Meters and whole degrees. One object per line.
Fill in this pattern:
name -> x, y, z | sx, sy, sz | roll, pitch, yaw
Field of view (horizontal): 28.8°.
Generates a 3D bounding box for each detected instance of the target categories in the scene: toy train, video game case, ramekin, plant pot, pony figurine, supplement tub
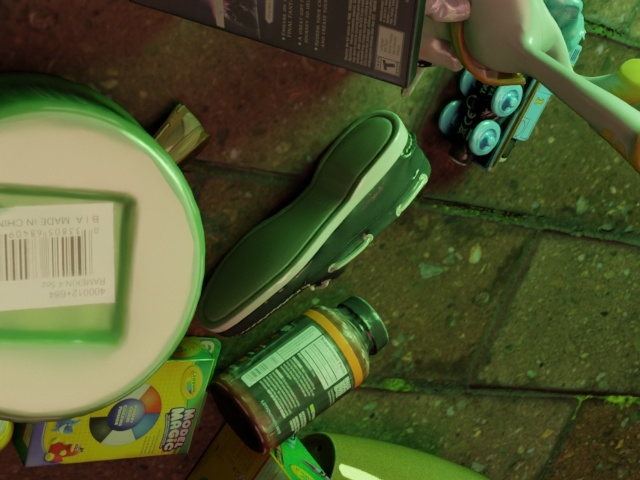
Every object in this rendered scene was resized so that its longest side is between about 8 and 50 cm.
toy train -> 0.207, -0.163, 1.379 | 0.105, 0.080, 0.184 | 8, 114, -43
video game case -> -0.041, -0.246, 1.031 | 0.196, 0.274, 0.026 | 94, 22, -46
ramekin -> -0.247, 0.010, 1.075 | 0.303, 0.148, 0.303 | -4, 101, -22
plant pot -> 0.071, 0.343, 1.536 | 0.254, 0.237, 0.237 | 36, 96, -28
pony figurine -> 0.148, -0.245, 1.107 | 0.303, 0.363, 0.351 | -39, 132, -27
supplement tub -> -0.019, 0.144, 1.401 | 0.198, 0.106, 0.106 | -35, 132, -21

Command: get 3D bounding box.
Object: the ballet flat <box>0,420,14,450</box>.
ballet flat -> -0.352, 0.148, 1.209 | 0.077, 0.077, 0.231 | -26, 130, -17

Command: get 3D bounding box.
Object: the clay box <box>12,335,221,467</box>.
clay box -> -0.208, 0.170, 1.335 | 0.222, 0.053, 0.127 | 1, 118, -33

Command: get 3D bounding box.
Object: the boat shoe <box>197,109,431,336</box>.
boat shoe -> 0.000, 0.000, 1.322 | 0.302, 0.114, 0.091 | -44, 127, -1

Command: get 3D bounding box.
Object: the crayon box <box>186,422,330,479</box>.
crayon box -> -0.108, 0.354, 1.444 | 0.081, 0.165, 0.278 | 26, 103, -41

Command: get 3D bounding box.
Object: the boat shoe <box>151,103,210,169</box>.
boat shoe -> -0.178, -0.068, 1.209 | 0.153, 0.048, 0.056 | -40, 178, 0
